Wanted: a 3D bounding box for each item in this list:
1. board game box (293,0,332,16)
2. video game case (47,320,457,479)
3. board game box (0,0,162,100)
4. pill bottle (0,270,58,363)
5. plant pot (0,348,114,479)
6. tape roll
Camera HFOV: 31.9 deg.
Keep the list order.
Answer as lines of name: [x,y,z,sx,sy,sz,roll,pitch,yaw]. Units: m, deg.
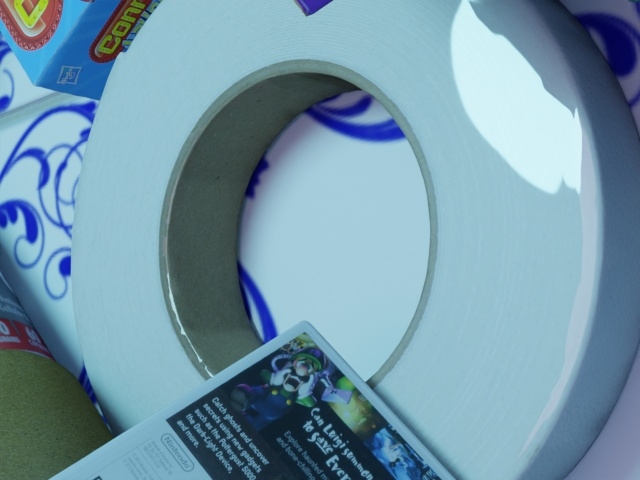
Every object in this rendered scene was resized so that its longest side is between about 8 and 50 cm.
board game box: [0.005,-0.387,0.405,0.356,0.356,0.356,-32,49,15]
video game case: [-0.018,0.146,0.539,0.190,0.173,0.022,45,154,30]
board game box: [-0.158,-0.313,0.804,0.302,0.086,0.308,-49,60,24]
pill bottle: [-0.326,0.051,0.862,0.161,0.161,0.283,-53,59,23]
plant pot: [-0.185,0.194,0.648,0.237,0.237,0.254,-48,36,25]
tape roll: [0.000,0.000,0.669,0.392,0.072,0.392,-2,86,38]
